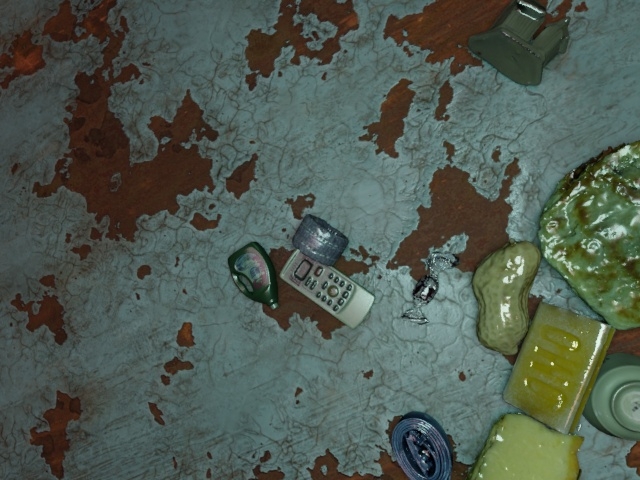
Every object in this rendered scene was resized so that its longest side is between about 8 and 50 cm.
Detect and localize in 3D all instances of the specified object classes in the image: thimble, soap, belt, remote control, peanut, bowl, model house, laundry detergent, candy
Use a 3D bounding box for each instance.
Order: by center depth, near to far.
[{"bbox_3d":[0.738,0.383,1.082,0.211,0.112,0.211,-1,87,14],"label":"bowl"},{"bbox_3d":[0.581,0.306,1.114,0.173,0.089,0.274,21,91,44],"label":"soap"},{"bbox_3d":[0.465,0.137,1.165,0.159,0.143,0.291,15,98,55],"label":"peanut"},{"bbox_3d":[0.540,-0.547,1.204,0.229,0.122,0.188,38,91,11],"label":"model house"},{"bbox_3d":[0.273,0.560,1.210,0.141,0.082,0.190,-28,78,17],"label":"belt"},{"bbox_3d":[0.302,0.131,1.252,0.094,0.051,0.226,31,94,13],"label":"candy"},{"bbox_3d":[-0.001,0.000,1.297,0.150,0.150,0.097,34,100,15],"label":"thimble"},{"bbox_3d":[0.020,0.136,1.336,0.285,0.038,0.123,36,95,15],"label":"remote control"},{"bbox_3d":[-0.194,0.120,1.386,0.137,0.063,0.211,-31,81,13],"label":"laundry detergent"}]

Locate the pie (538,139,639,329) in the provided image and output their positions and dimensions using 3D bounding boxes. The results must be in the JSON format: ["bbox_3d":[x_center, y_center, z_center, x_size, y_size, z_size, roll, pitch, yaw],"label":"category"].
[{"bbox_3d":[0.737,-0.017,1.081,0.395,0.180,0.418,39,103,13],"label":"pie"}]

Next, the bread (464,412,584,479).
[{"bbox_3d":[0.467,0.610,1.065,0.248,0.279,0.315,21,104,23],"label":"bread"}]
